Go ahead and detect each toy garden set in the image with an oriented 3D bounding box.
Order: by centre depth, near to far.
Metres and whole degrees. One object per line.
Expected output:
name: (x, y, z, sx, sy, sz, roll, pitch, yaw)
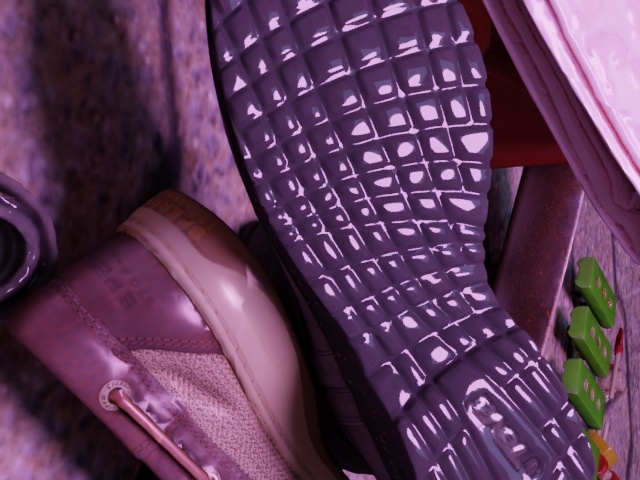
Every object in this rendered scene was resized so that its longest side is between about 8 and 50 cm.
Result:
toy garden set: (0.326, 0.177, 1.152, 0.204, 0.049, 0.244, 48, 49, -45)

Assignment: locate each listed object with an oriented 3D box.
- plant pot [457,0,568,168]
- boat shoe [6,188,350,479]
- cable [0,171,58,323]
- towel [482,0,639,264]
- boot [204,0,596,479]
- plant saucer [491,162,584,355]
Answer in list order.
plant pot: (0.097, -0.185, 0.607, 0.236, 0.267, 0.267, -3, 92, -46)
boat shoe: (-0.053, 0.142, 0.485, 0.123, 0.123, 0.342, -36, 130, -25)
cable: (-0.185, -0.031, 0.293, 0.287, 0.072, 0.139, 53, 52, -44)
towel: (0.200, -0.204, 0.507, 0.332, 0.053, 0.317, -45, 114, -25)
boot: (0.000, 0.000, 0.490, 0.118, 0.223, 0.338, -20, 101, -19)
plant saucer: (0.179, 0.024, 0.820, 0.310, 0.050, 0.310, 15, 90, -80)
